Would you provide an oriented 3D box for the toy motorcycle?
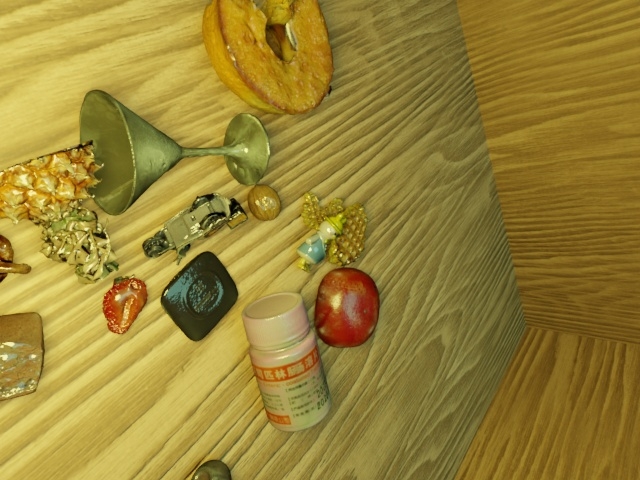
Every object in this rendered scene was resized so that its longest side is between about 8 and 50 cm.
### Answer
[{"bbox_3d":[-0.329,-0.027,1.040,0.263,0.157,0.091,-32,75,-2],"label":"toy motorcycle"}]

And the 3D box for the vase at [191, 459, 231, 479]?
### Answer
[{"bbox_3d":[-0.297,0.718,1.175,0.120,0.120,0.183,-59,143,-25],"label":"vase"}]

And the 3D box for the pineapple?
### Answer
[{"bbox_3d":[-0.520,-0.032,0.817,0.262,0.262,0.271,-39,118,-37],"label":"pineapple"}]

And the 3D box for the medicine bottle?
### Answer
[{"bbox_3d":[-0.105,0.375,1.265,0.219,0.219,0.388,-24,109,-41],"label":"medicine bottle"}]

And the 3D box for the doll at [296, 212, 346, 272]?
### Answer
[{"bbox_3d":[0.000,0.000,1.402,0.241,0.099,0.135,-48,123,0],"label":"doll"}]

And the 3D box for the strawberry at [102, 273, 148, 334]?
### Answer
[{"bbox_3d":[-0.486,0.159,1.004,0.104,0.048,0.152,10,81,-41],"label":"strawberry"}]

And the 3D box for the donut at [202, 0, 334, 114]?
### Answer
[{"bbox_3d":[-0.152,-0.564,1.229,0.435,0.163,0.377,-33,116,-41],"label":"donut"}]

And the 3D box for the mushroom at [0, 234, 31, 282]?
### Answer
[{"bbox_3d":[-0.673,0.041,0.795,0.171,0.080,0.135,24,87,-43],"label":"mushroom"}]

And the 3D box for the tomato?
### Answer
[{"bbox_3d":[0.129,0.264,1.549,0.338,0.144,0.338,1,89,-44],"label":"tomato"}]

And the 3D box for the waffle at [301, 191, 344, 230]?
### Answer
[{"bbox_3d":[0.005,-0.107,1.472,0.194,0.051,0.149,21,80,-42],"label":"waffle"}]

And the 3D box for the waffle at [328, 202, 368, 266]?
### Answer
[{"bbox_3d":[0.114,-0.022,1.553,0.243,0.059,0.237,-28,123,-46],"label":"waffle"}]

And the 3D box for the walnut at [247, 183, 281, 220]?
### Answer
[{"bbox_3d":[-0.177,-0.120,1.263,0.105,0.105,0.124,-30,108,-40],"label":"walnut"}]

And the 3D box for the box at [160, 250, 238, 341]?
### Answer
[{"bbox_3d":[-0.338,0.159,1.153,0.212,0.042,0.201,-49,121,-33],"label":"box"}]

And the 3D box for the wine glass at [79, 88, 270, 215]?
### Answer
[{"bbox_3d":[-0.337,-0.221,1.001,0.406,0.267,0.267,-17,103,-46],"label":"wine glass"}]

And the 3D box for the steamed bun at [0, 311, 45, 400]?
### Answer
[{"bbox_3d":[-0.643,0.239,0.811,0.145,0.106,0.175,1,93,-45],"label":"steamed bun"}]
